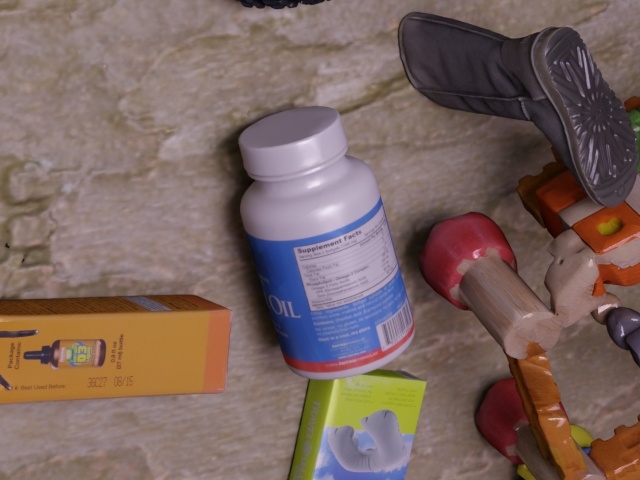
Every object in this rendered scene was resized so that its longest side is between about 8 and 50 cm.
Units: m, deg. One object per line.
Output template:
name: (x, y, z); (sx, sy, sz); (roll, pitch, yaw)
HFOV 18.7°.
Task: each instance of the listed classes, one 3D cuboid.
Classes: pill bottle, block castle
pill bottle: (0.000, 0.000, 1.706); (0.124, 0.124, 0.221); (-26, 114, -24)
block castle: (0.336, 0.023, 1.842); (0.453, 0.213, 0.303); (-28, 127, -6)

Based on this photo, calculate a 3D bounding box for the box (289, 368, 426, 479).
box: (0.028, 0.208, 1.826); (0.109, 0.042, 0.178); (8, 97, -33)

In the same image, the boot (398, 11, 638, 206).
boot: (0.171, -0.119, 1.730); (0.076, 0.208, 0.189); (-37, 113, -31)

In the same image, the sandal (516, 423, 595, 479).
sandal: (0.239, 0.351, 1.939); (0.126, 0.138, 0.317); (4, 102, -35)

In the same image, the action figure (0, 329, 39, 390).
action figure: (-0.355, 0.027, 1.484); (0.276, 0.141, 0.164); (30, 84, -18)

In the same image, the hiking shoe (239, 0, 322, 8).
hiking shoe: (0.040, -0.294, 1.679); (0.304, 0.113, 0.132); (-24, 90, -19)

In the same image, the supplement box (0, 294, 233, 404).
supplement box: (-0.193, 0.089, 1.636); (0.233, 0.080, 0.078); (0, 102, -34)
